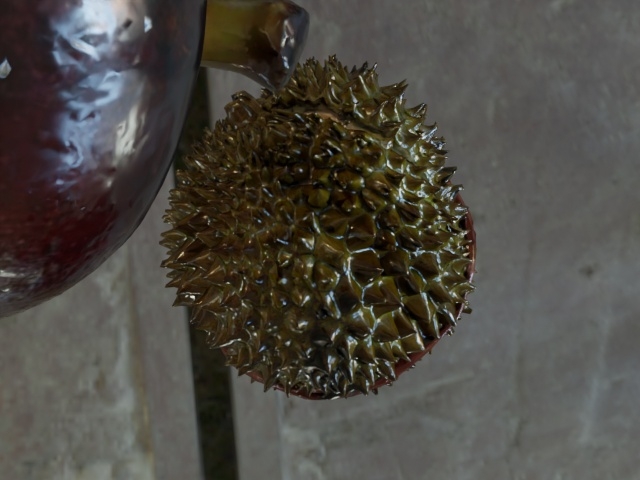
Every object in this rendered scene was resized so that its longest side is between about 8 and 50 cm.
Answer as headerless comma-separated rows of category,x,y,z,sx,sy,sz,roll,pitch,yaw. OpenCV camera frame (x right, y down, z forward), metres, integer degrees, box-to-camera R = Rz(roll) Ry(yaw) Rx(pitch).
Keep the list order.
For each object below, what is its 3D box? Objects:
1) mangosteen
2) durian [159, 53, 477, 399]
mangosteen,-0.120,-0.087,0.573,0.261,0.235,0.235,-2,135,-38
durian,0.004,-0.003,1.575,0.348,0.347,0.384,-27,124,14
